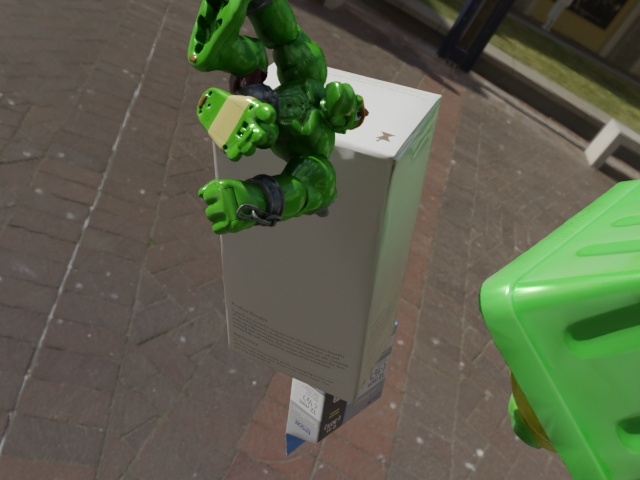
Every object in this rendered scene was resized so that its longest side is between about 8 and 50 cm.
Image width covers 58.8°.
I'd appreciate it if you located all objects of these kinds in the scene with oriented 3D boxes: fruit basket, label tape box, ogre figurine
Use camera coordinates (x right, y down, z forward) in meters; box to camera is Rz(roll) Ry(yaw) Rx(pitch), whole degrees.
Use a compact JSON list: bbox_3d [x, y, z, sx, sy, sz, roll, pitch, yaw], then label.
[{"bbox_3d":[0.330,0.112,0.655,0.392,0.392,0.283,-25,86,-53],"label":"fruit basket"},{"bbox_3d":[0.047,0.359,1.374,0.115,0.347,0.249,26,31,36],"label":"label tape box"},{"bbox_3d":[-0.032,-0.096,0.396,0.118,0.097,0.197,17,46,-54],"label":"ogre figurine"}]

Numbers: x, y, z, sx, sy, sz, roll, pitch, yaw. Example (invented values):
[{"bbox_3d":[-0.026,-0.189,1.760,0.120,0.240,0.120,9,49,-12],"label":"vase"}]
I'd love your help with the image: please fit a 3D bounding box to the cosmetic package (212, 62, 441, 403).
[{"bbox_3d":[0.000,0.000,0.668,0.197,0.365,0.155,21,42,17],"label":"cosmetic package"}]
